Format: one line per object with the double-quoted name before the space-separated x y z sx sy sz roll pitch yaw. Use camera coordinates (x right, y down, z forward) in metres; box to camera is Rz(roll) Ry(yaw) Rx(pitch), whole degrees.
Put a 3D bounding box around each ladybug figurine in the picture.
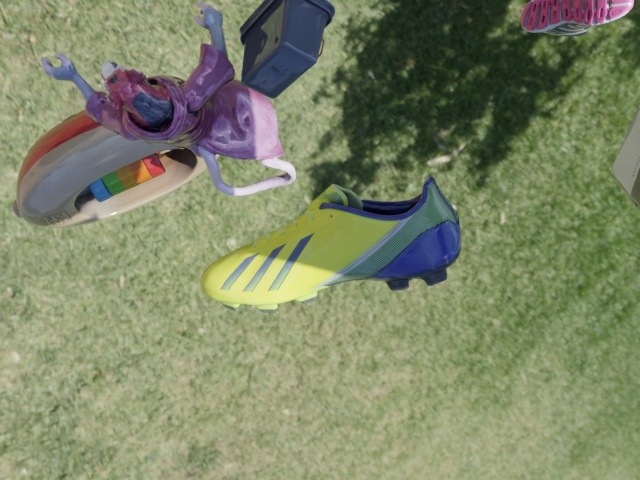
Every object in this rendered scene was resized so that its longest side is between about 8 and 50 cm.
"ladybug figurine" -0.407 -0.171 1.528 0.450 0.161 0.305 -25 165 -11

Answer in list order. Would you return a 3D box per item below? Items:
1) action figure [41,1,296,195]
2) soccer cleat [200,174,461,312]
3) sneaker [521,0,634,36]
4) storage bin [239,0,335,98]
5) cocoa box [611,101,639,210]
"action figure" -0.214 -0.173 1.102 0.248 0.275 0.370 -19 -177 13
"soccer cleat" 0.001 -0.001 0.798 0.289 0.093 0.121 -11 113 19
"sneaker" 0.374 -0.327 1.088 0.075 0.170 0.063 -4 95 -37
"storage bin" -0.045 -0.249 0.999 0.098 0.091 0.135 22 150 -29
"cocoa box" 0.352 -0.126 0.407 0.232 0.228 0.347 14 115 -1
